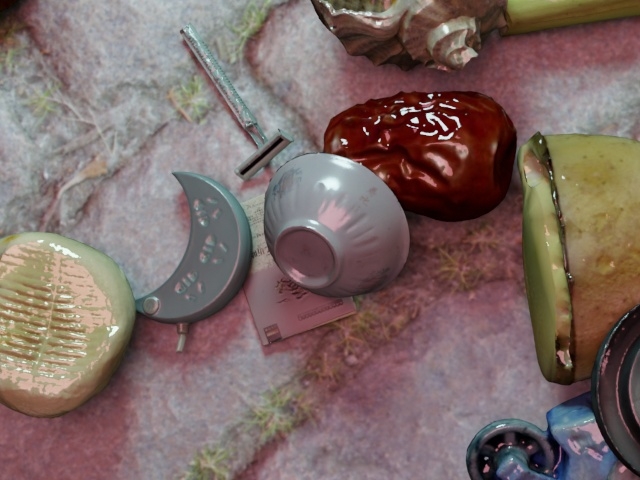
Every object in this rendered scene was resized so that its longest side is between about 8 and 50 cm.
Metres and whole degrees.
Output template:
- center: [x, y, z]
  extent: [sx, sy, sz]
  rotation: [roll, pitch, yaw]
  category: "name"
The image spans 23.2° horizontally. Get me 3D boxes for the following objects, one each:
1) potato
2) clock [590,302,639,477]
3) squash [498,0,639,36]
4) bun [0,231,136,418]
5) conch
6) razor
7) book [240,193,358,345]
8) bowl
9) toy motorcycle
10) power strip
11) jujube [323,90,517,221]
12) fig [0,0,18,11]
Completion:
- center: [0.341, 0.009, 1.738]
  extent: [0.242, 0.242, 0.285]
  rotation: [-9, 68, 10]
  category: "potato"
- center: [0.385, 0.156, 1.619]
  extent: [0.215, 0.042, 0.215]
  rotation: [1, 82, -6]
  category: "clock"
- center: [0.324, -0.292, 1.843]
  extent: [0.250, 0.083, 0.083]
  rotation: [-10, 80, 11]
  category: "squash"
- center: [-0.332, 0.103, 1.888]
  extent: [0.229, 0.145, 0.229]
  rotation: [0, 74, 0]
  category: "bun"
- center: [0.105, -0.282, 1.852]
  extent: [0.210, 0.159, 0.291]
  rotation: [-26, 41, 1]
  category: "conch"
- center: [-0.114, -0.183, 1.942]
  extent: [0.084, 0.036, 0.211]
  rotation: [-39, 71, 24]
  category: "razor"
- center: [-0.041, 0.026, 1.904]
  extent: [0.127, 0.014, 0.182]
  rotation: [-21, 78, 8]
  category: "book"
- center: [0.000, 0.000, 1.796]
  extent: [0.189, 0.086, 0.189]
  rotation: [13, 122, 22]
  category: "bowl"
- center: [0.338, 0.269, 1.709]
  extent: [0.319, 0.182, 0.241]
  rotation: [-22, 79, 7]
  category: "toy motorcycle"
- center: [-0.156, 0.029, 1.903]
  extent: [0.137, 0.044, 0.216]
  rotation: [17, 87, 19]
  category: "power strip"
- center: [0.113, -0.099, 1.824]
  extent: [0.230, 0.155, 0.155]
  rotation: [0, 82, 14]
  category: "jujube"
- center: [-0.445, -0.363, 1.972]
  extent: [0.144, 0.154, 0.166]
  rotation: [-42, 115, -34]
  category: "fig"
